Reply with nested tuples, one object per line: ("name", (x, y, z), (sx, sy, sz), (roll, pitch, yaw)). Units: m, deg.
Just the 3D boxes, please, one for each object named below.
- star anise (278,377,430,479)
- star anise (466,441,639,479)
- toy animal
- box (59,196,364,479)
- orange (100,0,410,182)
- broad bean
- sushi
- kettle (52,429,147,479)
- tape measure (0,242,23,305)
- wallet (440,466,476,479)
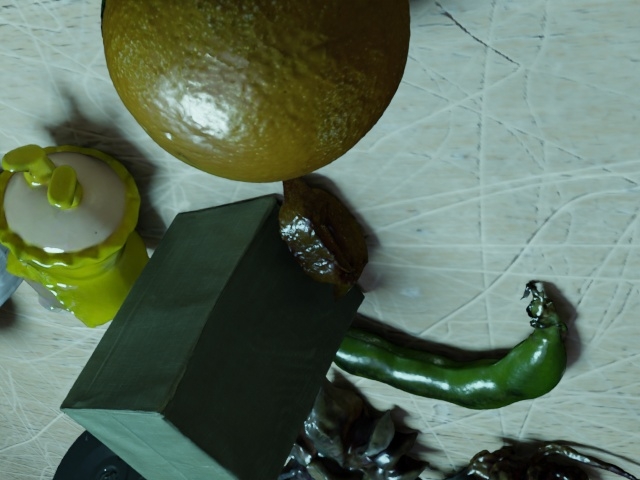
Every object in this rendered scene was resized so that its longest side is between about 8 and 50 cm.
("star anise", (0.015, 0.249, 1.295), (0.220, 0.099, 0.214), (36, 138, -14))
("star anise", (0.246, 0.245, 1.155), (0.191, 0.070, 0.097), (10, 171, 23))
("toy animal", (-0.235, -0.011, 1.074), (0.156, 0.156, 0.230), (20, 158, 11))
("box", (-0.096, 0.101, 1.032), (0.155, 0.231, 0.149), (-9, 134, 44))
("orange", (-0.042, -0.130, 0.704), (0.206, 0.206, 0.206), (19, 147, 13))
("broad bean", (0.119, 0.108, 1.067), (0.292, 0.049, 0.144), (-10, 126, 41))
("sushi", (0.000, 0.000, 0.987), (0.055, 0.052, 0.120), (-6, 135, 42))
("kettle", (-0.206, 0.374, 1.583), (0.271, 0.251, 0.207), (45, 174, -38))
("tape measure", (-0.410, -0.006, 1.210), (0.236, 0.120, 0.197), (-5, 131, 47))
("wallet", (0.219, 0.476, 1.288), (0.406, 0.062, 0.228), (59, 154, 20))
